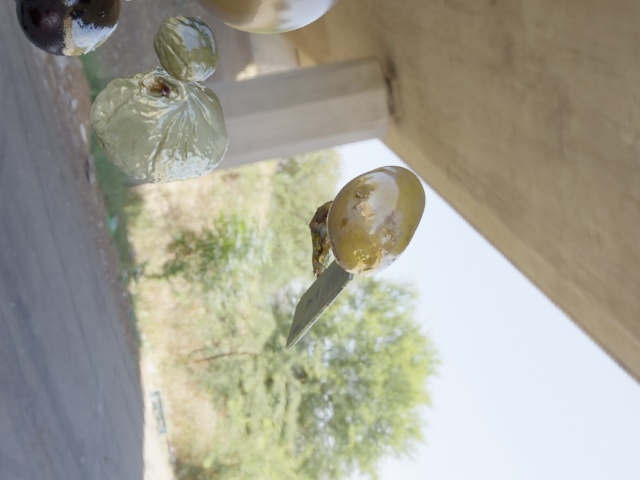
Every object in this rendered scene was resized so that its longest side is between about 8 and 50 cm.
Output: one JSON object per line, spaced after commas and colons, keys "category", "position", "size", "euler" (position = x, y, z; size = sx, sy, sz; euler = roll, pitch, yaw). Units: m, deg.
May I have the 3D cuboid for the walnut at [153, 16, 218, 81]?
{"category": "walnut", "position": [-0.176, -0.251, 1.093], "size": [0.092, 0.092, 0.092], "euler": [168, -90, -83]}

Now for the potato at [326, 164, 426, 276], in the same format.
{"category": "potato", "position": [0.087, -0.039, 1.277], "size": [0.234, 0.150, 0.146], "euler": [-61, 133, -62]}

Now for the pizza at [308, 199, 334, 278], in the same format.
{"category": "pizza", "position": [0.000, 0.000, 1.787], "size": [0.184, 0.036, 0.176], "euler": [-176, -80, -74]}

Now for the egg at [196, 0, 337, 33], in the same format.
{"category": "egg", "position": [-0.079, -0.469, 1.244], "size": [0.374, 0.300, 0.301], "euler": [-160, -121, -85]}

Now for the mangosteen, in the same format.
{"category": "mangosteen", "position": [-0.512, -0.492, 1.647], "size": [0.250, 0.211, 0.211], "euler": [64, -6, -5]}

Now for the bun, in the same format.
{"category": "bun", "position": [-0.249, -0.196, 1.300], "size": [0.134, 0.220, 0.221], "euler": [111, -29, -45]}

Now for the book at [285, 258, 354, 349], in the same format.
{"category": "book", "position": [0.006, 0.092, 1.516], "size": [0.192, 0.013, 0.168], "euler": [-49, -168, 27]}
